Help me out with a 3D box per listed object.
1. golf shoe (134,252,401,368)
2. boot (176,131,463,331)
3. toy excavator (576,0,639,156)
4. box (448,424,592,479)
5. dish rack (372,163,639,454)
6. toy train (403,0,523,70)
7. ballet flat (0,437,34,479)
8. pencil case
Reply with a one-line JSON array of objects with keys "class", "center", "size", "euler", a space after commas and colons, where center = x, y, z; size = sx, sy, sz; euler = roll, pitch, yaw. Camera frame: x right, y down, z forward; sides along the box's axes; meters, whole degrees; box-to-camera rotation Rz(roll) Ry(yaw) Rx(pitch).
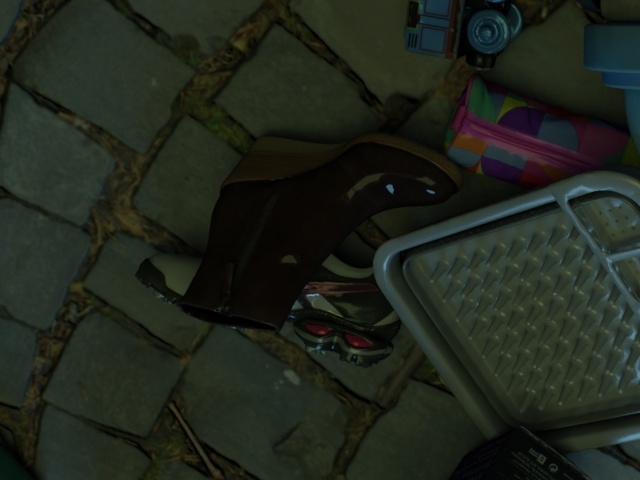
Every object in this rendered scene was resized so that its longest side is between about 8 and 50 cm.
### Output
[{"class": "golf shoe", "center": [-0.047, 0.041, 1.681], "size": [0.273, 0.105, 0.120], "euler": [15, 93, 3]}, {"class": "boot", "center": [0.000, 0.000, 1.577], "size": [0.248, 0.207, 0.090], "euler": [6, 151, 31]}, {"class": "toy excavator", "center": [0.419, -0.076, 1.426], "size": [0.433, 0.222, 0.445], "euler": [-4, 101, -29]}, {"class": "box", "center": [0.157, 0.305, 1.626], "size": [0.108, 0.207, 0.153], "euler": [38, 154, -1]}, {"class": "dish rack", "center": [0.238, 0.063, 1.561], "size": [0.333, 0.072, 0.285], "euler": [-19, 114, 42]}, {"class": "toy train", "center": [0.138, -0.251, 1.540], "size": [0.105, 0.080, 0.184], "euler": [12, 110, 15]}, {"class": "ballet flat", "center": [-0.390, 0.228, 1.822], "size": [0.073, 0.080, 0.232], "euler": [-25, 100, 35]}, {"class": "pencil case", "center": [0.233, -0.079, 1.563], "size": [0.236, 0.104, 0.104], "euler": [19, 111, 7]}]
